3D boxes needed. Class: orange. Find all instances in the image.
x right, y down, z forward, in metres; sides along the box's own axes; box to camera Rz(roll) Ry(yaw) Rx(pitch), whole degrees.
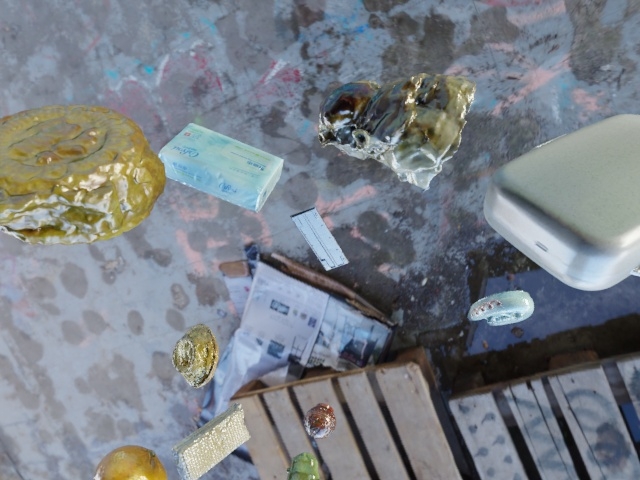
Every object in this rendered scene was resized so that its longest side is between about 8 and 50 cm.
[{"bbox_3d":[-0.551,0.707,1.536,0.193,0.219,0.219,-29,95,-7],"label":"orange"}]

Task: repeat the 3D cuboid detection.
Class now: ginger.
[{"bbox_3d":[-0.099,0.690,1.358,0.290,0.137,0.089,-51,126,-4],"label":"ginger"}]

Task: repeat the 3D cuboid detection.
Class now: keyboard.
[{"bbox_3d":[0.000,0.000,1.240,0.067,0.011,0.202,-20,132,15],"label":"keyboard"}]

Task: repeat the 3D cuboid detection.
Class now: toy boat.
[{"bbox_3d":[0.527,0.211,1.525,0.134,0.078,0.208,19,150,-20],"label":"toy boat"}]

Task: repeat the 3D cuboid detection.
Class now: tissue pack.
[{"bbox_3d":[-0.240,-0.185,1.291,0.263,0.177,0.089,21,131,3],"label":"tissue pack"}]

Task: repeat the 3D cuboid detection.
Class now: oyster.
[{"bbox_3d":[0.087,-0.165,0.719,0.233,0.107,0.161,8,71,41],"label":"oyster"}]

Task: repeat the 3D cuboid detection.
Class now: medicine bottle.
[{"bbox_3d":[0.469,-0.078,0.849,0.282,0.375,0.123,48,154,41],"label":"medicine bottle"}]

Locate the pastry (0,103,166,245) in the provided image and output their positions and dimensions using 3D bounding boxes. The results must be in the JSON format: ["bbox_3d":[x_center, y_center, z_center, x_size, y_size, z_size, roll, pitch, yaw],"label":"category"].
[{"bbox_3d":[-0.337,-0.082,0.723,0.132,0.240,0.235,96,153,-43],"label":"pastry"}]

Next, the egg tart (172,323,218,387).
[{"bbox_3d":[-0.371,0.336,1.539,0.191,0.074,0.191,-14,68,39],"label":"egg tart"}]

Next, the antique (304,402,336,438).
[{"bbox_3d":[-0.002,0.553,1.596,0.104,0.104,0.104,7,109,20],"label":"antique"}]

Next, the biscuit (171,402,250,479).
[{"bbox_3d":[-0.302,0.567,1.483,0.062,0.239,0.108,-3,106,42],"label":"biscuit"}]
